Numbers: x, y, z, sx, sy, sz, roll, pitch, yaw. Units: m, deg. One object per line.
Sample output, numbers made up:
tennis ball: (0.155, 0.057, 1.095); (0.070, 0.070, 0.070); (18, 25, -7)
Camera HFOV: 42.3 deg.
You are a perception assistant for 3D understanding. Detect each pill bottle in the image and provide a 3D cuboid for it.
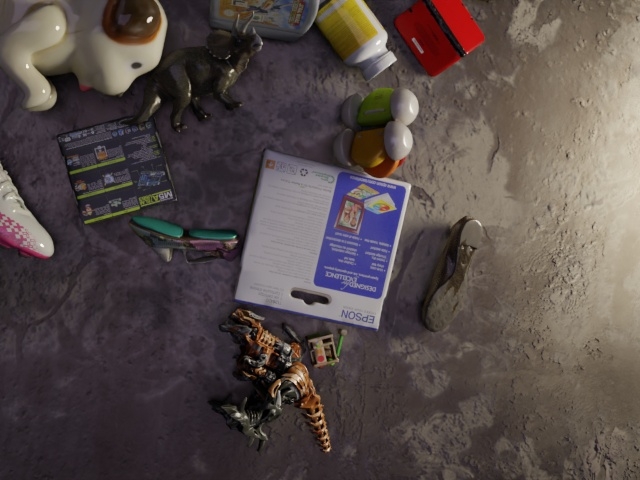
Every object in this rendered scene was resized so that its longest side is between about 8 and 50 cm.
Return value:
pill bottle: (0.066, -0.408, 1.626); (0.103, 0.103, 0.184); (-37, 96, -4)

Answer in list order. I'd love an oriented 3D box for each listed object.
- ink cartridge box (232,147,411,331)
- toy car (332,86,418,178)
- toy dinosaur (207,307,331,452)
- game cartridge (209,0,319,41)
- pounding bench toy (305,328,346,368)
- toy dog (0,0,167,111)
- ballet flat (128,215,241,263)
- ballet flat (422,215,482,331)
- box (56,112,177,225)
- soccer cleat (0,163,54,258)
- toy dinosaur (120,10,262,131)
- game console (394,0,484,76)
ink cartridge box: (0.000, 0.000, 1.659); (0.303, 0.072, 0.307); (13, 93, -9)
toy car: (0.123, -0.208, 1.631); (0.136, 0.159, 0.182); (38, 56, -48)
toy dinosaur: (-0.092, 0.289, 1.625); (0.218, 0.164, 0.322); (-41, 75, -20)
game cartridge: (-0.101, -0.446, 1.506); (0.198, 0.297, 0.062); (12, 79, -6)
pounding bench toy: (0.018, 0.219, 1.676); (0.083, 0.052, 0.065); (-14, 94, -7)
toy dog: (-0.480, -0.414, 1.493); (0.407, 0.284, 0.395); (23, 78, -10)
ballet flat: (-0.268, 0.007, 1.626); (0.221, 0.077, 0.079); (8, 111, -8)
ballet flat: (0.265, 0.067, 1.705); (0.084, 0.058, 0.250); (14, 97, -29)
box: (-0.394, -0.141, 1.611); (0.190, 0.045, 0.184); (-17, 97, -7)
soccer cleat: (-0.625, -0.096, 1.547); (0.331, 0.116, 0.143); (34, 88, -7)
toy dinosaur: (-0.241, -0.308, 1.583); (0.313, 0.121, 0.160); (-19, 104, 8)
game console: (0.244, -0.430, 1.694); (0.124, 0.085, 0.144); (-33, 97, 27)
